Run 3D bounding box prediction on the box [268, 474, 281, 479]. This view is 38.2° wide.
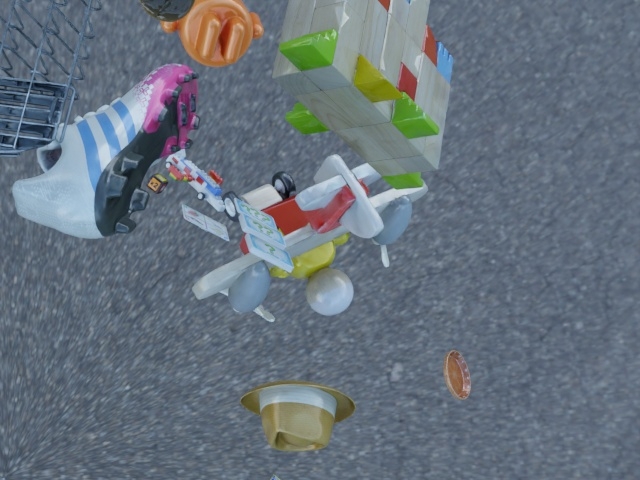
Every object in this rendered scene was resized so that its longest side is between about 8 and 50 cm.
[{"bbox_3d":[-0.083,0.490,1.744,0.059,0.169,0.054,34,70,10],"label":"box"}]

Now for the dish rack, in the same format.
[{"bbox_3d":[-0.306,-0.206,0.893,0.208,0.074,0.271,8,75,8],"label":"dish rack"}]

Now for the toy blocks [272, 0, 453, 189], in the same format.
[{"bbox_3d":[0.077,-0.273,1.298,0.381,0.191,0.260,36,58,-48],"label":"toy blocks"}]

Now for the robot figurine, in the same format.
[{"bbox_3d":[-0.191,-0.384,1.599,0.158,0.219,0.128,-27,129,1],"label":"robot figurine"}]

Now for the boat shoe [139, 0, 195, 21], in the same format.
[{"bbox_3d":[-0.179,-0.456,1.288,0.109,0.098,0.302,17,104,-14],"label":"boat shoe"}]

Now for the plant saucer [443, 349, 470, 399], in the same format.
[{"bbox_3d":[0.228,0.227,1.555,0.083,0.013,0.083,34,47,-46],"label":"plant saucer"}]

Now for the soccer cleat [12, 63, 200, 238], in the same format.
[{"bbox_3d":[-0.246,-0.125,1.095,0.143,0.116,0.331,9,36,9],"label":"soccer cleat"}]

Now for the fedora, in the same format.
[{"bbox_3d":[-0.036,0.283,1.448,0.194,0.194,0.079,11,59,-16],"label":"fedora"}]

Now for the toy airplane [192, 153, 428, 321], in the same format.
[{"bbox_3d":[0.000,0.000,1.619,0.386,0.384,0.272,-19,96,13],"label":"toy airplane"}]

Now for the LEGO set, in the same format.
[{"bbox_3d":[-0.146,-0.061,1.379,0.244,0.182,0.060,28,108,-25],"label":"LEGO set"}]
